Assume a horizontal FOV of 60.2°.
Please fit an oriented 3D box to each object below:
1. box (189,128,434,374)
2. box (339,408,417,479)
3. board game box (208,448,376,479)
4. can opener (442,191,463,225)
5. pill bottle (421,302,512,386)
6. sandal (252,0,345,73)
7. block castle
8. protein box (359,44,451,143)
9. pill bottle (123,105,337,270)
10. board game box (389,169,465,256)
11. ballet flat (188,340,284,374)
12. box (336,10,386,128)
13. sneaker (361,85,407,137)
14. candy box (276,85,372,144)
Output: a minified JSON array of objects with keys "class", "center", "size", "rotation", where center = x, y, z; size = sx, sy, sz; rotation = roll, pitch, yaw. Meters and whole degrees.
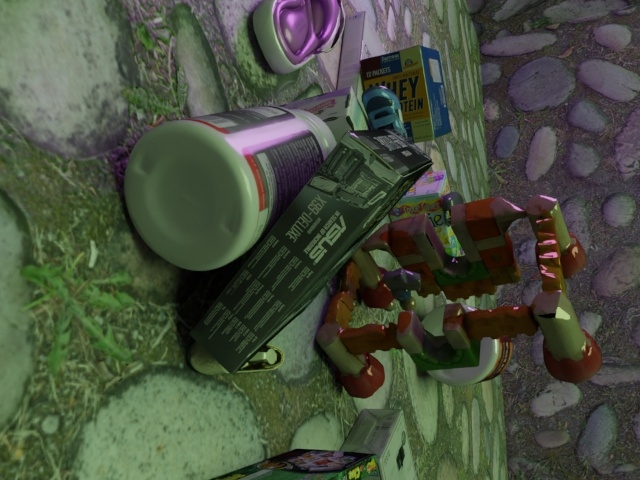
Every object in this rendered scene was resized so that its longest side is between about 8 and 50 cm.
[{"class":"box","center":[0.000,0.000,0.693],"size":[0.076,0.307,0.242],"rotation":[42,20,6]},{"class":"box","center":[0.127,0.500,1.079],"size":[0.169,0.087,0.289],"rotation":[-39,118,-61]},{"class":"board game box","center":[-0.033,0.314,0.732],"size":[0.260,0.136,0.030],"rotation":[20,70,-62]},{"class":"can opener","center":[0.385,-0.082,1.454],"size":[0.280,0.074,0.093],"rotation":[-10,92,-66]},{"class":"pill bottle","center":[0.441,0.309,1.632],"size":[0.392,0.224,0.224],"rotation":[21,65,-62]},{"class":"sandal","center":[-0.003,-0.427,1.027],"size":[0.416,0.102,0.169],"rotation":[-71,144,-44]},{"class":"block castle","center":[0.242,0.117,1.008],"size":[0.212,0.454,0.303],"rotation":[54,36,-34]},{"class":"protein box","center":[0.201,-0.324,1.261],"size":[0.201,0.136,0.199],"rotation":[-32,113,-62]},{"class":"pill bottle","center":[-0.089,-0.082,0.688],"size":[0.283,0.161,0.161],"rotation":[-37,117,-62]},{"class":"board game box","center":[0.291,-0.029,1.498],"size":[0.144,0.142,0.275],"rotation":[-59,136,-53]},{"class":"ballet flat","center":[-0.102,0.147,0.725],"size":[0.168,0.052,0.057],"rotation":[21,67,-62]},{"class":"box","center":[0.114,-0.340,1.306],"size":[0.232,0.059,0.321],"rotation":[45,46,-52]},{"class":"sneaker","center":[0.107,-0.178,0.866],"size":[0.144,0.053,0.059],"rotation":[53,30,-44]},{"class":"candy box","center":[0.009,-0.139,0.903],"size":[0.196,0.165,0.070],"rotation":[55,36,-46]}]
